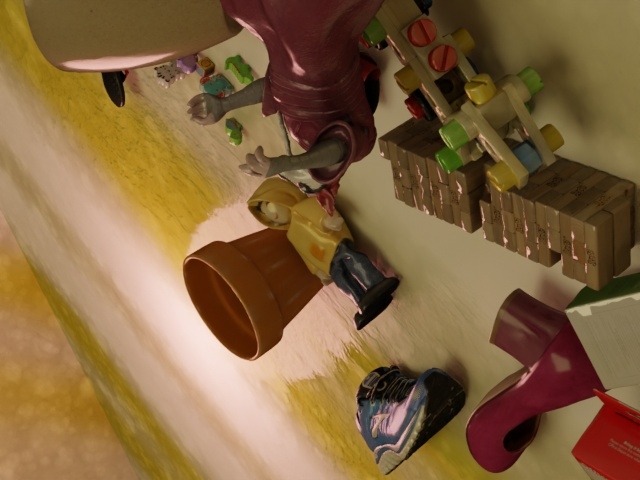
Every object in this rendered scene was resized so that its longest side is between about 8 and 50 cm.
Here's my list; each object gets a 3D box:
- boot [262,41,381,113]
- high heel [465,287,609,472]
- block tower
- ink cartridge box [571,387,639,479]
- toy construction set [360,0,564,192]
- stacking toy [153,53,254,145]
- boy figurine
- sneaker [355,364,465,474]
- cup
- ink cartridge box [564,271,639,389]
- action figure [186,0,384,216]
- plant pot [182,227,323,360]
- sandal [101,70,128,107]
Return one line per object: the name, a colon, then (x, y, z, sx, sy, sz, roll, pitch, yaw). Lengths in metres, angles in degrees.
boot: (-0.003, -0.275, 1.431, 0.176, 0.088, 0.244, 10, 129, 47)
high heel: (0.299, 0.233, 1.434, 0.181, 0.127, 0.377, 33, 149, 27)
block tower: (0.218, -0.056, 1.282, 0.335, 0.091, 0.097, 30, 142, 43)
ink cartridge box: (0.388, 0.280, 1.288, 0.134, 0.078, 0.231, 27, 164, 45)
toy construction set: (0.136, -0.210, 1.184, 0.215, 0.151, 0.328, -140, 29, -82)
stacking toy: (-0.195, -0.272, 1.776, 0.221, 0.052, 0.167, 46, 151, 19)
boy figurine: (0.000, 0.000, 1.706, 0.285, 0.092, 0.177, 46, 154, 15)
sneaker: (0.121, 0.272, 1.754, 0.147, 0.130, 0.330, 49, 152, 11)
cup: (-0.216, -0.374, 1.464, 0.237, 0.331, 0.331, 11, 137, 11)
ink cartridge box: (0.382, 0.087, 1.172, 0.209, 0.062, 0.109, -20, 102, 46)
action figure: (-0.004, -0.192, 1.166, 0.248, 0.275, 0.370, 52, 164, 44)
plant pot: (-0.097, 0.067, 1.826, 0.205, 0.188, 0.205, 39, 149, 30)
sandal: (-0.391, -0.341, 2.051, 0.067, 0.040, 0.179, -14, 93, 56)
